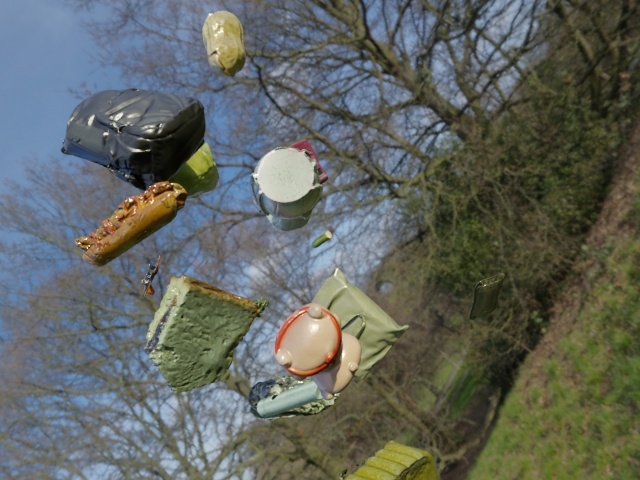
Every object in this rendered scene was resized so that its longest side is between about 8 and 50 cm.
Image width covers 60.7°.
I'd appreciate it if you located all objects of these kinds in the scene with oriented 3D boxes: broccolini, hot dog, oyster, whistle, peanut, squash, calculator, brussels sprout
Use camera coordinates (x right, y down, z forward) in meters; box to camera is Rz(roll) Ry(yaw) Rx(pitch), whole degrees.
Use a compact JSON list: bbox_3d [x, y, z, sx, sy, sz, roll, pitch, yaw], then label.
[{"bbox_3d":[-0.322,0.373,2.535,0.078,0.074,0.392,-16,16,19],"label":"broccolini"},{"bbox_3d":[-0.529,-0.054,1.521,0.348,0.117,0.158,-30,19,15],"label":"hot dog"},{"bbox_3d":[-0.081,0.542,1.935,0.350,0.162,0.158,-10,-33,-5],"label":"oyster"},{"bbox_3d":[-0.074,0.475,1.656,0.312,0.062,0.062,-30,6,36],"label":"whistle"},{"bbox_3d":[-0.361,-0.740,2.072,0.158,0.340,0.174,-8,-25,-16],"label":"peanut"},{"bbox_3d":[0.000,0.000,1.757,0.083,0.027,0.027,-36,3,38],"label":"squash"},{"bbox_3d":[-0.056,-0.296,2.147,0.126,0.191,0.034,-34,8,-35],"label":"calculator"},{"bbox_3d":[-0.571,-0.289,2.130,0.343,0.269,0.344,-12,-8,-2],"label":"brussels sprout"}]

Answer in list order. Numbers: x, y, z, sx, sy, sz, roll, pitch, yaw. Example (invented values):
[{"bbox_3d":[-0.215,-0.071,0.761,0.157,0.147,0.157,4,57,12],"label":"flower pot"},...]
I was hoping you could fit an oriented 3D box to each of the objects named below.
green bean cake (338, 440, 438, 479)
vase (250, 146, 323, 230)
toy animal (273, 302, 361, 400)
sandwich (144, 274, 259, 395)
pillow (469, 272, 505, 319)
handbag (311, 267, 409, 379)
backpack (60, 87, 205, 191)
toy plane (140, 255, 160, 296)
[{"bbox_3d":[0.164,0.717,1.459,0.309,0.202,0.285,-9,-82,-43],"label":"green bean cake"},{"bbox_3d":[-0.119,-0.167,1.946,0.250,0.250,0.445,-51,-5,-10],"label":"vase"},{"bbox_3d":[-0.009,0.227,1.153,0.171,0.171,0.198,-51,-53,-9],"label":"toy animal"},{"bbox_3d":[-0.360,0.287,1.589,0.131,0.262,0.326,20,85,54],"label":"sandwich"},{"bbox_3d":[0.600,0.206,1.984,0.130,0.033,0.218,-17,-44,-15],"label":"pillow"},{"bbox_3d":[0.098,0.284,1.838,0.253,0.315,0.109,-52,-7,9],"label":"handbag"},{"bbox_3d":[-0.608,-0.342,1.756,0.363,0.445,0.255,-57,-22,-44],"label":"backpack"},{"bbox_3d":[-0.738,0.153,2.364,0.135,0.062,0.189,-1,79,65],"label":"toy plane"}]
